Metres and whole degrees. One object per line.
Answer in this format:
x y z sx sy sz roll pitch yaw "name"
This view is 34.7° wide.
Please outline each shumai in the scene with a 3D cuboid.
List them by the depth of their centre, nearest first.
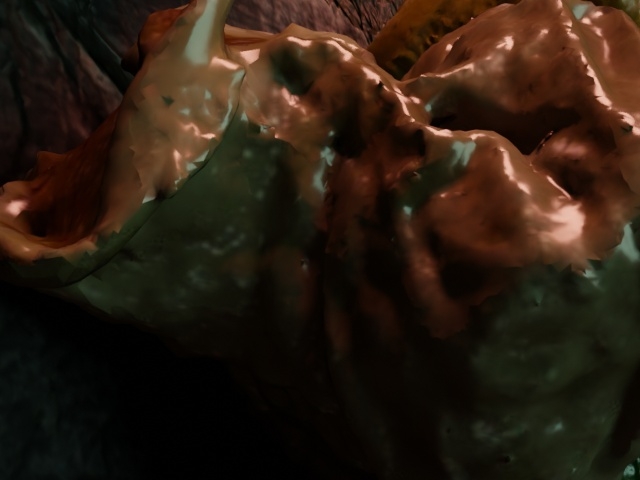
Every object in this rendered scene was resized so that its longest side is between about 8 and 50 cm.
-0.018 0.022 0.466 0.262 0.314 0.267 7 55 -11 "shumai"

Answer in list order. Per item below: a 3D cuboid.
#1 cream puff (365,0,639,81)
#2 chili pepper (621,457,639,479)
0.166 -0.085 0.761 0.270 0.323 0.274 29 32 -22 "cream puff"
0.246 0.124 0.974 0.099 0.083 0.253 -2 70 -52 "chili pepper"
